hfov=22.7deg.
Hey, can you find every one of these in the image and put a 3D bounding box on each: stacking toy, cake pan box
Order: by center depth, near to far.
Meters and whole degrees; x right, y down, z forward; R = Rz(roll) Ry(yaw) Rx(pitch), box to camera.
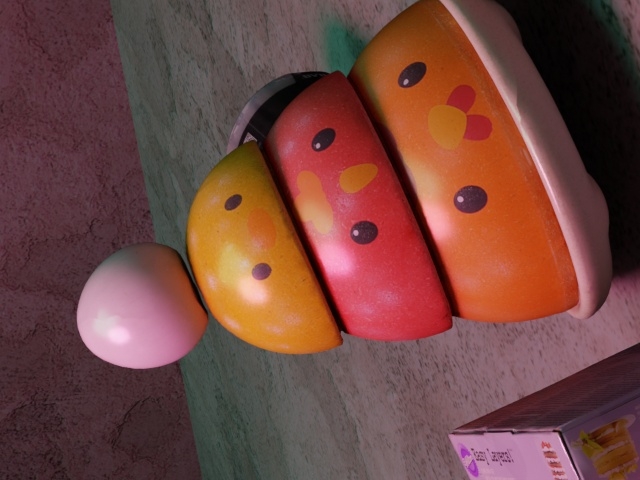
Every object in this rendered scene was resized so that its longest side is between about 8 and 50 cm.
[{"bbox_3d":[0.258,0.136,1.321,0.070,0.246,0.267,69,163,1],"label":"cake pan box"},{"bbox_3d":[0.000,0.000,1.487,0.350,0.480,0.350,64,178,3],"label":"stacking toy"}]

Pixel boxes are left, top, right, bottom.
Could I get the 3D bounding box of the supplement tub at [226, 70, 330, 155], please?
[{"bbox_3d":[0.039,-0.056,1.839,0.338,0.207,0.207,44,150,57],"label":"supplement tub"}]
